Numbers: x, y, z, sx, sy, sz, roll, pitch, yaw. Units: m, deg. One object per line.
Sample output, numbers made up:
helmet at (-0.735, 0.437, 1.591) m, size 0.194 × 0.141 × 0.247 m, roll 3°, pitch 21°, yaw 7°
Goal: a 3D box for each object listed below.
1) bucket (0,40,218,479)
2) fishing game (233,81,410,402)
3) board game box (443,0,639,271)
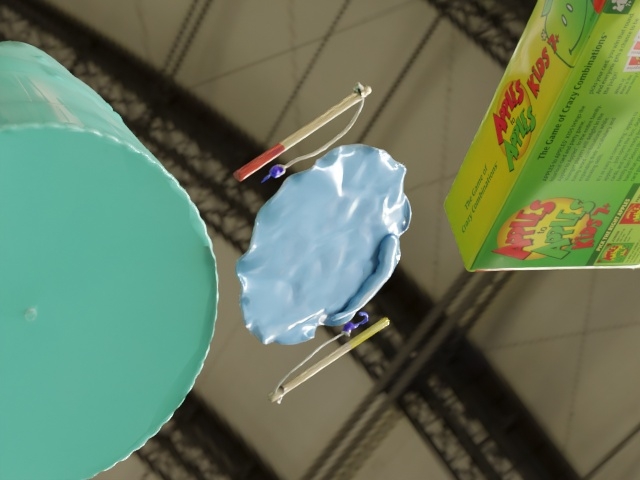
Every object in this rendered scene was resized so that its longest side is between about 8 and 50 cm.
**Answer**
bucket at (-0.209, 0.019, 0.990) m, size 0.183 × 0.281 × 0.281 m, roll -143°, pitch -137°, yaw -60°
fishing game at (0.000, 0.000, 1.252) m, size 0.041 × 0.189 × 0.264 m, roll 35°, pitch -30°, yaw 37°
board game box at (0.127, -0.060, 0.658) m, size 0.181 × 0.092 × 0.043 m, roll 111°, pitch -28°, yaw -47°
